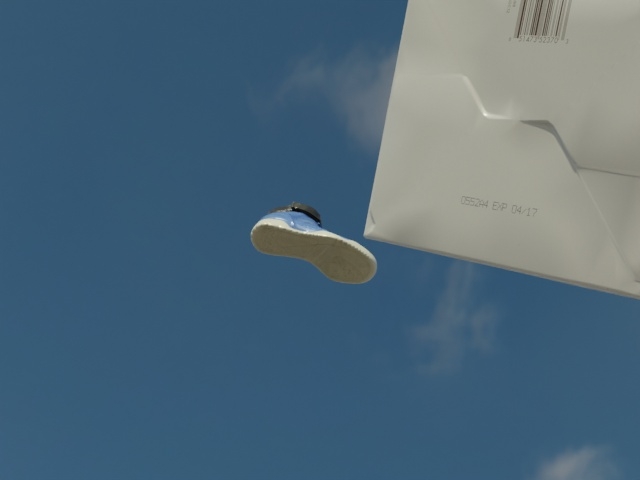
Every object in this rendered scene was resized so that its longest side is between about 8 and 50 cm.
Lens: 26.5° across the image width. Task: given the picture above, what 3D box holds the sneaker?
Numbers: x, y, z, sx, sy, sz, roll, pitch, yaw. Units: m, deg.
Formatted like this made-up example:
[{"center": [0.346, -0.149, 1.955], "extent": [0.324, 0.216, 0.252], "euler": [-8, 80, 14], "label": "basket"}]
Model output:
[{"center": [0.000, -0.001, 1.607], "extent": [0.152, 0.084, 0.058], "euler": [15, -64, 8], "label": "sneaker"}]

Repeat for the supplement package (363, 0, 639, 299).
[{"center": [0.184, -0.073, 0.949], "extent": [0.145, 0.262, 0.204], "euler": [10, -88, -41], "label": "supplement package"}]
